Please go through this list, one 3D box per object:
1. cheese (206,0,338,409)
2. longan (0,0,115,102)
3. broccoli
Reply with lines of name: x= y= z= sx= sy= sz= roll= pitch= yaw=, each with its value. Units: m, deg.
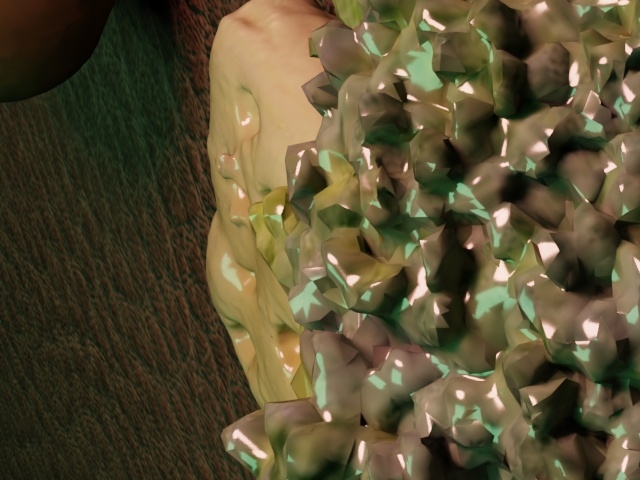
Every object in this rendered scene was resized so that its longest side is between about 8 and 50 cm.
cheese: x=-0.002 y=0.001 z=1.032 sx=0.159 sy=0.093 sz=0.263 roll=53 pitch=154 yaw=40
longan: x=-0.245 y=-0.219 z=1.233 sx=0.300 sy=0.243 sz=0.300 roll=160 pitch=90 yaw=-82
broccoli: x=0.140 y=0.033 z=0.452 sx=0.338 sy=0.277 sz=0.317 roll=41 pitch=-179 yaw=44
